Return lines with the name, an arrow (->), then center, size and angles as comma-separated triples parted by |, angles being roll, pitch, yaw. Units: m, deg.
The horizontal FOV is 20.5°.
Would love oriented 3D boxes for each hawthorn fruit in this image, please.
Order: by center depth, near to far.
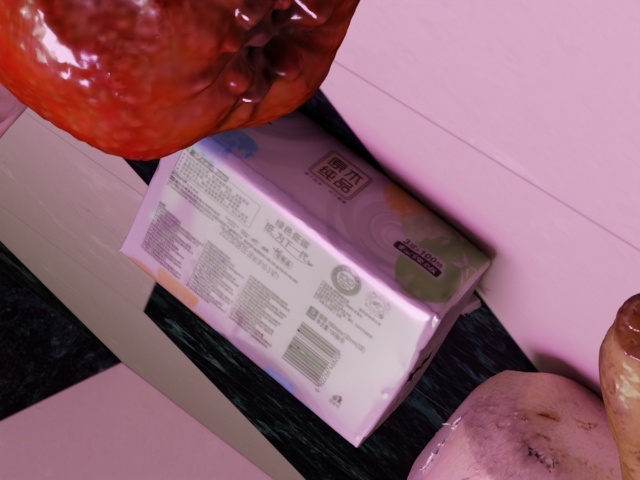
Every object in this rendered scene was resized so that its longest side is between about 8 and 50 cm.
hawthorn fruit -> -0.097, -0.161, 0.836 | 0.253, 0.205, 0.205 | 46, 171, 27

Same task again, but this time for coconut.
coconut -> 0.143, 0.193, 1.304 | 0.171, 0.171, 0.183 | 39, 123, 7

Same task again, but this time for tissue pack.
tissue pack -> 0.000, 0.000, 1.259 | 0.229, 0.145, 0.159 | 37, 134, 10

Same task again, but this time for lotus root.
lotus root -> 0.227, 0.119, 1.058 | 0.110, 0.097, 0.258 | 23, 152, 33

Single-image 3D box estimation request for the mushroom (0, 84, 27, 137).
mushroom -> -0.160, -0.143, 1.045 | 0.204, 0.204, 0.204 | 38, 167, 10
